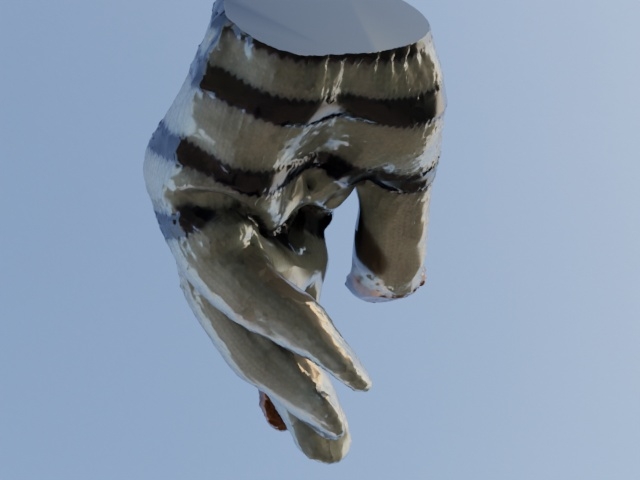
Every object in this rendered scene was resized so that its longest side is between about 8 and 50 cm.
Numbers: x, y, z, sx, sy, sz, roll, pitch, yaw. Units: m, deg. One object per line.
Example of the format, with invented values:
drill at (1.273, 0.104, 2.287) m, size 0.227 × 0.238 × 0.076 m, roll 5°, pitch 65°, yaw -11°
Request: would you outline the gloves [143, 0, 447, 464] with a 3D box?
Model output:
gloves at (-0.015, -0.004, 0.535) m, size 0.131 × 0.140 × 0.218 m, roll 23°, pitch -55°, yaw 8°
